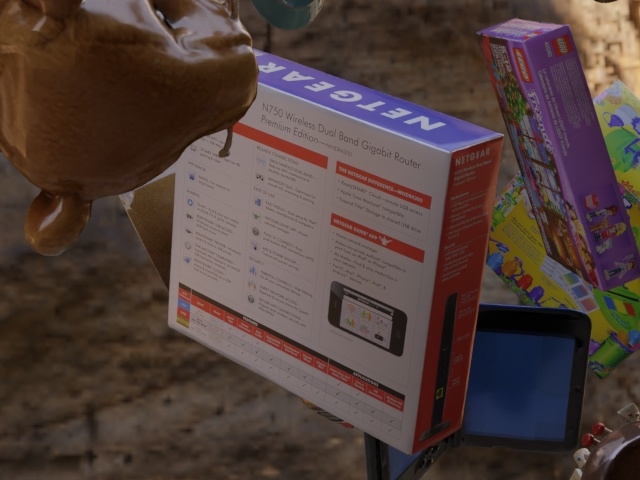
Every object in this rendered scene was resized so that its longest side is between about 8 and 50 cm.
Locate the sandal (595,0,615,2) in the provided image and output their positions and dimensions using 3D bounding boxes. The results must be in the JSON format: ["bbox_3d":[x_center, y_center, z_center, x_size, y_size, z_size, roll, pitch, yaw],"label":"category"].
[{"bbox_3d":[0.345,-0.360,1.622,0.072,0.180,0.049,-11,-33,41],"label":"sandal"}]

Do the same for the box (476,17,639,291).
[{"bbox_3d":[0.268,-0.103,1.542,0.057,0.293,0.201,-21,13,-4],"label":"box"}]

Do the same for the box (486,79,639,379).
[{"bbox_3d":[0.409,-0.013,1.921,0.177,0.290,0.279,-36,-12,-41],"label":"box"}]

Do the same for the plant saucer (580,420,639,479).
[{"bbox_3d":[0.358,0.270,1.423,0.168,0.169,0.029,-1,-15,-2],"label":"plant saucer"}]

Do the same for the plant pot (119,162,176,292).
[{"bbox_3d":[-0.114,-0.051,1.778,0.254,0.237,0.237,-27,-16,-3],"label":"plant pot"}]

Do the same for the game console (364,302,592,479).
[{"bbox_3d":[0.194,0.222,1.707,0.173,0.250,0.293,28,-36,30],"label":"game console"}]

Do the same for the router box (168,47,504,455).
[{"bbox_3d":[0.000,0.000,1.303,0.335,0.301,0.082,25,30,36],"label":"router box"}]

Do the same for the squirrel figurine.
[{"bbox_3d":[-0.230,-0.136,0.900,0.396,0.281,0.370,-1,27,-20],"label":"squirrel figurine"}]

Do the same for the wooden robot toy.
[{"bbox_3d":[0.447,0.335,2.096,0.076,0.079,0.173,23,-65,-30],"label":"wooden robot toy"}]

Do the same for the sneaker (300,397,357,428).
[{"bbox_3d":[0.068,0.117,1.418,0.092,0.088,0.225,22,-58,-43],"label":"sneaker"}]

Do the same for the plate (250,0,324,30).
[{"bbox_3d":[-0.045,-0.411,2.042,0.024,0.188,0.188,4,-8,44],"label":"plate"}]
